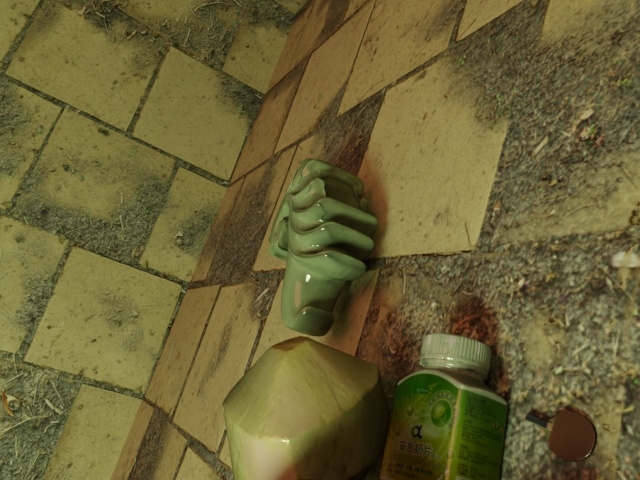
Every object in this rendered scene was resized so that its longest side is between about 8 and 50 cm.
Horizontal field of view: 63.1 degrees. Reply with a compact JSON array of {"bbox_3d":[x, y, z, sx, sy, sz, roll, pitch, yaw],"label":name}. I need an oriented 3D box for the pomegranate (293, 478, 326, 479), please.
[{"bbox_3d":[0.012,0.405,0.524,0.319,0.319,0.319,-46,30,36],"label":"pomegranate"}]

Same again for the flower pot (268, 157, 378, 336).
[{"bbox_3d":[0.000,0.000,1.095,0.254,0.164,0.368,-59,23,25],"label":"flower pot"}]

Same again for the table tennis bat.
[{"bbox_3d":[0.255,0.203,0.558,0.083,0.007,0.050,8,74,63],"label":"table tennis bat"}]

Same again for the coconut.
[{"bbox_3d":[-0.021,0.263,0.768,0.259,0.259,0.259,-46,30,36],"label":"coconut"}]

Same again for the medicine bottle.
[{"bbox_3d":[0.156,0.219,0.647,0.132,0.088,0.189,-23,47,57],"label":"medicine bottle"}]
